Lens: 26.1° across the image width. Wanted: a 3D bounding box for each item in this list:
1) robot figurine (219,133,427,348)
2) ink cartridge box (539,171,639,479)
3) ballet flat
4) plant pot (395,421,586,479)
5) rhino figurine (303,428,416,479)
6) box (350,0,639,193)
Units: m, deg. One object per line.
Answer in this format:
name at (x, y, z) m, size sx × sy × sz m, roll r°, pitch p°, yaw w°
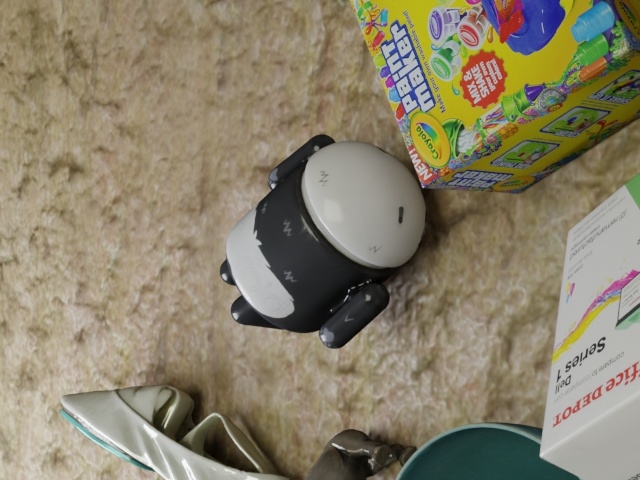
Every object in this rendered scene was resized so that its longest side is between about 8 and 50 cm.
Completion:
robot figurine at (0.002, 0.002, 1.645) m, size 0.209 × 0.173 × 0.278 m, roll 47°, pitch 125°, yaw -3°
ink cartridge box at (0.315, 0.072, 1.271) m, size 0.201 × 0.117 × 0.278 m, roll -47°, pitch 22°, yaw 49°
ballet flat at (-0.185, 0.274, 1.856) m, size 0.400 × 0.139 × 0.139 m, roll 30°, pitch 109°, yaw 34°
plant pot at (0.231, 0.324, 1.408) m, size 0.290 × 0.195 × 0.290 m, roll -1°, pitch 88°, yaw 42°
rhino figurine at (0.003, 0.317, 1.624) m, size 0.106 × 0.243 × 0.073 m, roll 6°, pitch 137°, yaw 50°
box at (0.208, -0.241, 1.454) m, size 0.279 × 0.177 × 0.290 m, roll -35°, pitch 66°, yaw 38°
